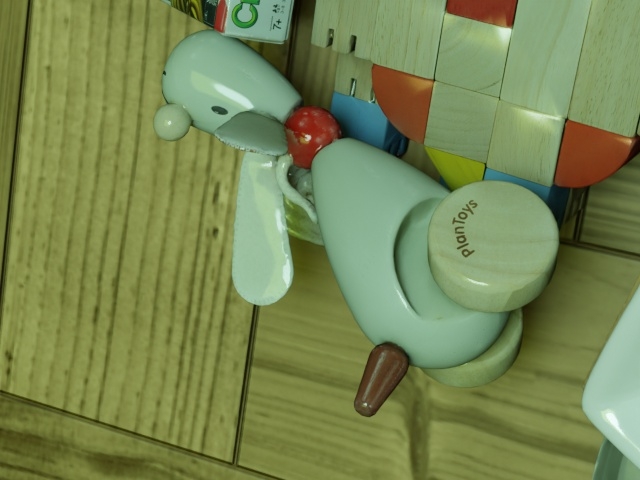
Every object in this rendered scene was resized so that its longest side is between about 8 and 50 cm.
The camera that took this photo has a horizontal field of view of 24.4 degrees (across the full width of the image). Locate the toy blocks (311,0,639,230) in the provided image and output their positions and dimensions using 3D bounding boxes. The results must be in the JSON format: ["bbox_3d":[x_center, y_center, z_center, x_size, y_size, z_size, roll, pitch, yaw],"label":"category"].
[{"bbox_3d":[0.142,-0.121,1.010,0.381,0.191,0.261,19,117,23],"label":"toy blocks"}]

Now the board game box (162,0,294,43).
[{"bbox_3d":[-0.051,-0.307,1.058,0.193,0.053,0.305,-142,59,-65],"label":"board game box"}]

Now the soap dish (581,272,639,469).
[{"bbox_3d":[0.301,0.098,0.812,0.291,0.118,0.229,42,141,23],"label":"soap dish"}]

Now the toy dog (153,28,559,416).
[{"bbox_3d":[0.000,0.000,0.999,0.334,0.161,0.220,26,148,39],"label":"toy dog"}]

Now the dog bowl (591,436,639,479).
[{"bbox_3d":[0.358,0.196,0.978,0.349,0.102,0.348,4,100,25],"label":"dog bowl"}]
